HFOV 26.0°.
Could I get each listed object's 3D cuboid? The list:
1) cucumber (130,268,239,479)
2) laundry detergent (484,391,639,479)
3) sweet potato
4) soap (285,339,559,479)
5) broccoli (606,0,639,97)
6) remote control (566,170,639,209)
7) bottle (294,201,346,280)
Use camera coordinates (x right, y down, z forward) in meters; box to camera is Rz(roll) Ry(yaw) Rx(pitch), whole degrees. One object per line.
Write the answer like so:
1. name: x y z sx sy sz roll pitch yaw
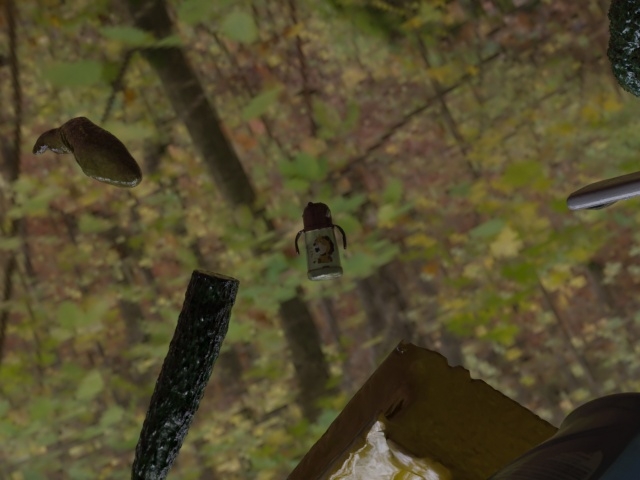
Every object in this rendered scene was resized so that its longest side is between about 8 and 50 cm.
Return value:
1. cucumber: -0.171 0.178 1.689 0.067 0.294 0.067 18 176 1
2. laundry detergent: 0.133 0.137 0.741 0.206 0.061 0.096 -31 -176 -28
3. sweet potato: -0.179 -0.071 1.068 0.038 0.153 0.041 40 78 -40
4. soap: 0.102 0.294 1.281 0.335 0.293 0.156 -56 -172 37
5. broccoli: 0.501 -0.265 1.716 0.297 0.297 0.297 -35 -177 31
6. remote control: 0.383 -0.067 1.501 0.067 0.029 0.261 -24 -174 -41
7. bottle: -0.002 0.000 1.773 0.063 0.101 0.047 -6 174 -24
